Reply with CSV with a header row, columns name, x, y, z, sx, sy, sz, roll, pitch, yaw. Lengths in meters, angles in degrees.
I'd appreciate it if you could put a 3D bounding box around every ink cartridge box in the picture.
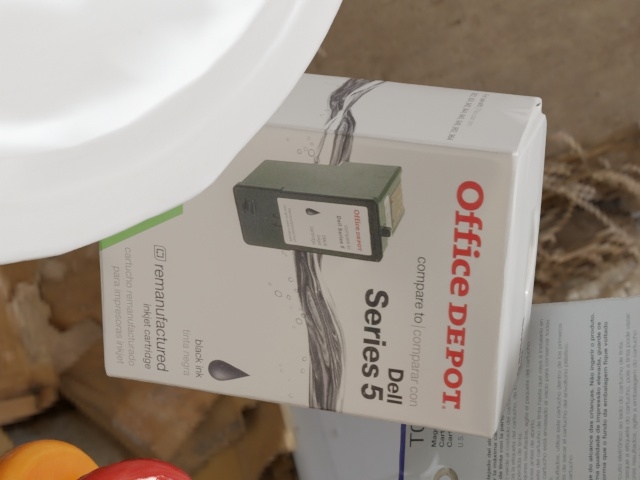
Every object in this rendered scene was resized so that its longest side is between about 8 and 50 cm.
name,x,y,z,sx,sy,sz,roll,pitch,yaw
ink cartridge box,0.194,0.201,0.925,0.071,0.324,0.330,14,164,-43
ink cartridge box,0.000,0.000,0.910,0.272,0.115,0.198,7,114,14

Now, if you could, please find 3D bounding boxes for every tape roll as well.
name,x,y,z,sx,sy,sz,roll,pitch,yaw
tape roll,-0.111,-0.136,0.335,0.100,0.286,0.286,3,172,45

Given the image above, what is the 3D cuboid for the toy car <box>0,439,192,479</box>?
name,x,y,z,sx,sy,sz,roll,pitch,yaw
toy car,-0.085,0.150,0.500,0.136,0.182,0.159,-38,139,5
